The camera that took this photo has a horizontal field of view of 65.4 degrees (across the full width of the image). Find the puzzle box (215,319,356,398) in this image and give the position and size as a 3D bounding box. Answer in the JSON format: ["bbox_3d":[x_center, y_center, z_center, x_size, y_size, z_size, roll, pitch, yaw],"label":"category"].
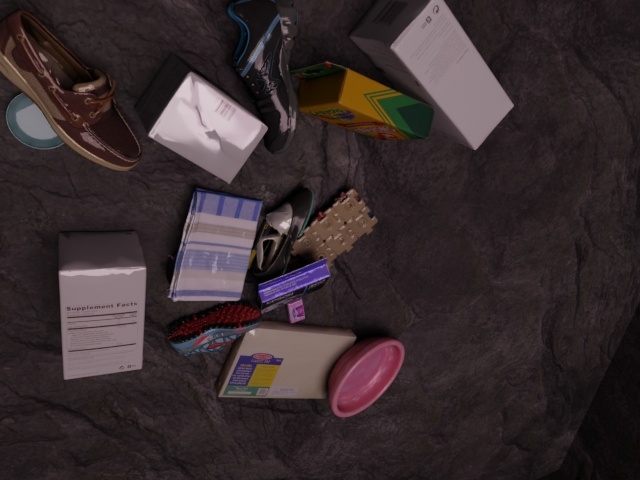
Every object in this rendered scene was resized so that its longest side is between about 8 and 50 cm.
[{"bbox_3d":[-0.106,0.388,1.609,0.409,0.052,0.272,13,112,-33],"label":"puzzle box"}]

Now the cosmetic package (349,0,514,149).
[{"bbox_3d":[0.276,-0.414,1.220,0.156,0.217,0.385,-49,126,6],"label":"cosmetic package"}]

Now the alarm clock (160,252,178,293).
[{"bbox_3d":[-0.315,0.083,1.302,0.192,0.064,0.129,4,108,-36],"label":"alarm clock"}]

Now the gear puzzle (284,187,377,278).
[{"bbox_3d":[0.000,0.000,1.440,0.339,0.044,0.175,-41,130,3],"label":"gear puzzle"}]

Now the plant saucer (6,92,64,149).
[{"bbox_3d":[-0.562,-0.244,1.004,0.119,0.021,0.119,-13,123,-21],"label":"plant saucer"}]

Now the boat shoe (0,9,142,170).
[{"bbox_3d":[-0.457,-0.277,0.952,0.123,0.123,0.342,-15,129,30],"label":"boat shoe"}]

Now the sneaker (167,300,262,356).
[{"bbox_3d":[-0.292,0.256,1.418,0.262,0.104,0.125,-13,137,-12],"label":"sneaker"}]

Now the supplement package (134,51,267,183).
[{"bbox_3d":[-0.253,-0.258,1.042,0.194,0.203,0.149,31,101,-38],"label":"supplement package"}]

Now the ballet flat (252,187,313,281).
[{"bbox_3d":[-0.105,-0.014,1.321,0.096,0.095,0.280,12,105,-38],"label":"ballet flat"}]

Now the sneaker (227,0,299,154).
[{"bbox_3d":[-0.130,-0.357,1.104,0.140,0.125,0.341,-12,113,-24],"label":"sneaker"}]

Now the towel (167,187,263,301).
[{"bbox_3d":[-0.258,0.021,1.260,0.209,0.034,0.285,8,100,-42],"label":"towel"}]

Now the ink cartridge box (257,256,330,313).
[{"bbox_3d":[-0.077,0.130,1.399,0.206,0.045,0.208,-21,164,-15],"label":"ink cartridge box"}]

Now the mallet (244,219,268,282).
[{"bbox_3d":[-0.190,0.030,1.361,0.062,0.039,0.189,6,111,-34],"label":"mallet"}]

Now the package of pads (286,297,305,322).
[{"bbox_3d":[-0.077,0.209,1.527,0.050,0.032,0.083,-18,125,-15],"label":"package of pads"}]

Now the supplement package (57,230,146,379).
[{"bbox_3d":[-0.512,0.145,1.166,0.175,0.177,0.293,-2,119,-26],"label":"supplement package"}]

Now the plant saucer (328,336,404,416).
[{"bbox_3d":[0.148,0.458,1.726,0.332,0.084,0.332,-26,137,-28],"label":"plant saucer"}]

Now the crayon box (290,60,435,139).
[{"bbox_3d":[0.083,-0.319,1.179,0.318,0.202,0.081,13,92,-32],"label":"crayon box"}]
